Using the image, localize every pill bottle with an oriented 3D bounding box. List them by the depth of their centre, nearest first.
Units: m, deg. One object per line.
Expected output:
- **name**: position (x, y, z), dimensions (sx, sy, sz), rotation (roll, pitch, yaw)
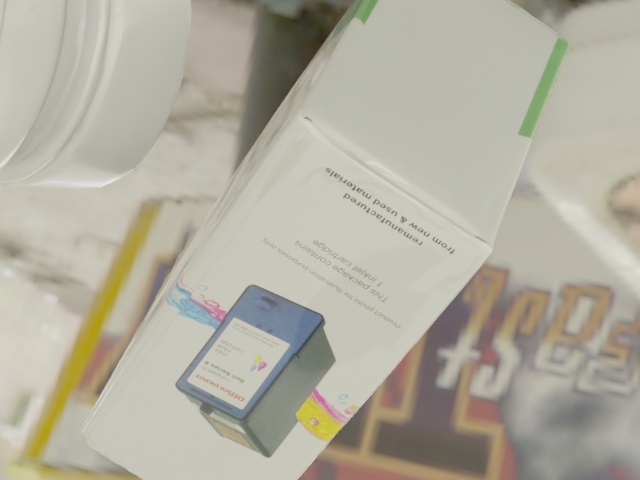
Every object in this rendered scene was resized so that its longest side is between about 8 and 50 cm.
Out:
- **pill bottle**: position (-0.202, -0.099, 0.751), dimensions (0.283, 0.160, 0.160), rotation (6, 172, -42)

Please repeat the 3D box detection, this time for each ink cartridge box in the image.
- **ink cartridge box**: position (0.000, 0.000, 0.805), dimensions (0.093, 0.154, 0.212), rotation (34, 129, -6)
